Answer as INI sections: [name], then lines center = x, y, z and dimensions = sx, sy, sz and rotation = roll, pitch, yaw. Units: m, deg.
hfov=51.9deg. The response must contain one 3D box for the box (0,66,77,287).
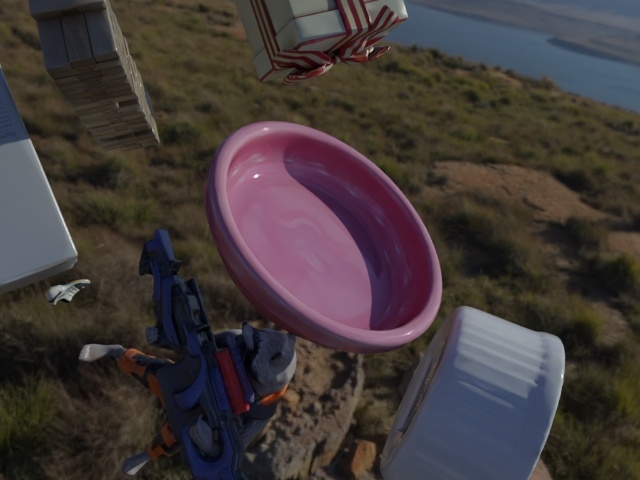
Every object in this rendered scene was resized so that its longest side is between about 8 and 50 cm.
[box]
center = -0.496, -0.097, 0.943
dimensions = 0.168, 0.346, 0.215
rotation = -23, 2, -23

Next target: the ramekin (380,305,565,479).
[ramekin]
center = 0.185, 0.220, 0.845
dimensions = 0.135, 0.277, 0.277
rotation = 25, 25, 6

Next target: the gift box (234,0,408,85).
[gift box]
center = -0.012, -0.434, 1.191
dimensions = 0.255, 0.258, 0.276
rotation = -21, 6, -18

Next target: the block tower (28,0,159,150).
[block tower]
center = -0.305, -0.223, 0.929
dimensions = 0.090, 0.097, 0.335
rotation = -14, -11, -7

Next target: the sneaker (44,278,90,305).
[sneaker]
center = -0.456, 0.095, 1.191
dimensions = 0.083, 0.037, 0.032
rotation = -19, 0, -40

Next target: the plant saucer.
[plant saucer]
center = 0.000, 0.000, 0.815
dimensions = 0.332, 0.084, 0.332
rotation = 23, 42, -23

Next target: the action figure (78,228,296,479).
[action figure]
center = -0.175, 0.161, 0.905
dimensions = 0.330, 0.342, 0.178
rotation = -16, -8, 29
